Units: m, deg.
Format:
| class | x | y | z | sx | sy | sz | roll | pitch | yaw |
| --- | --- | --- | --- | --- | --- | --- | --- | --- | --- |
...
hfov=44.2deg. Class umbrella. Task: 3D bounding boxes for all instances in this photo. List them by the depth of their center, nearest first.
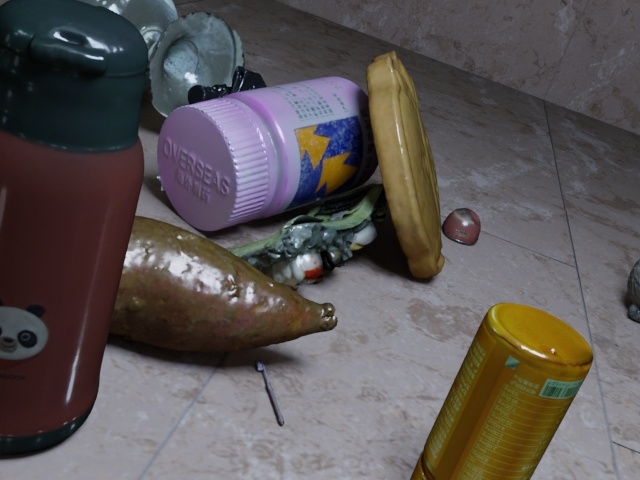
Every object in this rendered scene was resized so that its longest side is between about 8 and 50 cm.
| class | x | y | z | sx | sy | sz | roll | pitch | yaw |
| --- | --- | --- | --- | --- | --- | --- | --- | --- | --- |
| umbrella | -0.115 | -0.219 | 1.340 | 0.272 | 0.122 | 0.110 | 11 | 65 | -53 |

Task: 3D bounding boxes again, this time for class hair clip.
| class | x | y | z | sx | sy | sz | roll | pitch | yaw |
| --- | --- | --- | --- | --- | --- | --- | --- | --- | --- |
| hair clip | 0.001 | 0.001 | 1.034 | 0.321 | 0.138 | 0.091 | -29 | 97 | -60 |

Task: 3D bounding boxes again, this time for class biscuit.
| class | x | y | z | sx | sy | sz | roll | pitch | yaw |
| --- | --- | --- | --- | --- | --- | --- | --- | --- | --- |
| biscuit | 0.132 | -0.122 | 1.168 | 0.057 | 0.312 | 0.351 | -11 | 17 | 13 |

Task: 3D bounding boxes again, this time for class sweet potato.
| class | x | y | z | sx | sy | sz | roll | pitch | yaw |
| --- | --- | --- | --- | --- | --- | --- | --- | --- | --- |
| sweet potato | -0.148 | 0.046 | 0.786 | 0.337 | 0.131 | 0.131 | 12 | 25 | -16 |

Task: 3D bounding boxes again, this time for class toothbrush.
| class | x | y | z | sx | sy | sz | roll | pitch | yaw |
| --- | --- | --- | --- | --- | --- | --- | --- | --- | --- |
| toothbrush | -0.050 | 0.148 | 0.779 | 0.008 | 0.006 | 0.097 | -3 | 30 | -18 |

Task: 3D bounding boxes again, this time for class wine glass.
| class | x | y | z | sx | sy | sz | roll | pitch | yaw |
| --- | --- | --- | --- | --- | --- | --- | --- | --- | --- |
| wine glass | -0.317 | -0.338 | 1.352 | 0.323 | 0.238 | 0.238 | 32 | 27 | 31 |

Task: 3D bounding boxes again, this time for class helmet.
| class | x | y | z | sx | sy | sz | roll | pitch | yaw |
| --- | --- | --- | --- | --- | --- | --- | --- | --- | --- |
| helmet | 0.243 | -0.032 | 1.334 | 0.065 | 0.049 | 0.084 | 18 | 24 | -1 |

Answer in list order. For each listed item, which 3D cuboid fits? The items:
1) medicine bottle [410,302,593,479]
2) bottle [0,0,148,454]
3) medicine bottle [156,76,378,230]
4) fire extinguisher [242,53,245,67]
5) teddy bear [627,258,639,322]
| class | x | y | z | sx | sy | sz | roll | pitch | yaw |
| --- | --- | --- | --- | --- | --- | --- | --- | --- | --- |
| medicine bottle | 0.154 | 0.157 | 0.686 | 0.096 | 0.191 | 0.096 | 15 | 23 | -7 |
| bottle | -0.208 | -0.009 | 0.589 | 0.144 | 0.336 | 0.144 | 17 | 24 | -8 |
| medicine bottle | -0.065 | -0.127 | 1.112 | 0.178 | 0.178 | 0.291 | 34 | 36 | 30 |
| fire extinguisher | -0.314 | -0.361 | 1.574 | 0.311 | 0.114 | 0.095 | 10 | -16 | -23 |
| teddy bear | 0.623 | 0.093 | 1.234 | 0.267 | 0.151 | 0.236 | 16 | 17 | 4 |
